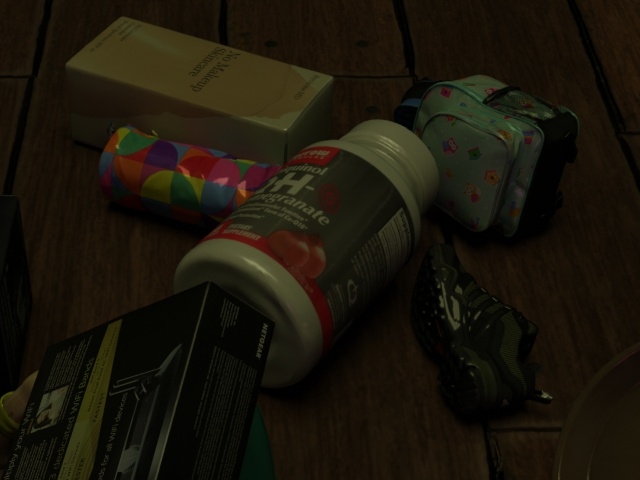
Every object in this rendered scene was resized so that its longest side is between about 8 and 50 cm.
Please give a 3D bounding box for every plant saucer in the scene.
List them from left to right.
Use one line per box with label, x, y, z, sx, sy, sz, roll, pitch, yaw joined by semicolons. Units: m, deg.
plant saucer;0.336;0.213;1.146;0.041;0.278;0.278;29;20;-43

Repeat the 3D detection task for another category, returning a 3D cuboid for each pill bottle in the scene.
pill bottle;0.000;0.000;1.388;0.176;0.176;0.318;24;45;23

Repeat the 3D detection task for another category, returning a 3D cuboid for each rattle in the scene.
rattle;-0.213;0.167;1.269;0.142;0.130;0.199;37;24;20

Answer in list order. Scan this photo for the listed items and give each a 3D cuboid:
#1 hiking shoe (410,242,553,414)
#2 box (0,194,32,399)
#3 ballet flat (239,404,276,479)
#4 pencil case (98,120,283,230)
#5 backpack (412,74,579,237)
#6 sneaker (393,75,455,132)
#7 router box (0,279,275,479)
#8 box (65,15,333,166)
hiking shoe;0.171;0.095;1.374;0.114;0.086;0.227;4;45;-19
box;-0.358;0.059;1.315;0.093;0.156;0.158;0;41;-4
ballet flat;-0.097;0.320;1.051;0.182;0.164;0.483;-26;44;6
pencil case;-0.151;-0.072;1.518;0.236;0.104;0.104;18;43;17
backpack;0.192;-0.108;1.530;0.144;0.166;0.188;-17;41;-35
sneaker;0.215;-0.160;1.656;0.232;0.081;0.090;19;49;19
router box;-0.173;0.207;1.040;0.243;0.081;0.309;-21;45;42
box;-0.151;-0.166;1.612;0.311;0.121;0.148;17;42;16
